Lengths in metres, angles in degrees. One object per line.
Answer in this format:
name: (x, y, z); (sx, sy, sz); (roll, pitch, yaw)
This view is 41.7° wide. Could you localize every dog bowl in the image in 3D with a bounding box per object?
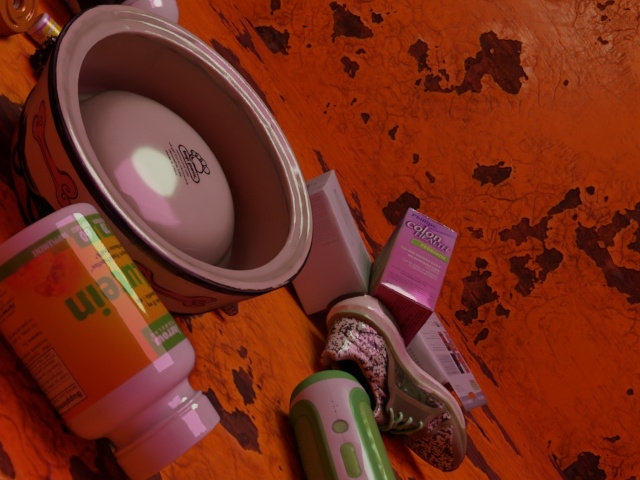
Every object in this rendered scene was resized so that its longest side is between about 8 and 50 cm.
dog bowl: (-0.200, -0.084, 1.057); (0.408, 0.150, 0.408); (36, 36, -31)

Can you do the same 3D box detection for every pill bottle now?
pill bottle: (-0.205, 0.099, 0.795); (0.246, 0.136, 0.136); (55, 13, -1)
pill bottle: (-0.410, -0.308, 1.297); (0.083, 0.043, 0.043); (46, 16, -33)

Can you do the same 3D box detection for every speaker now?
speaker: (0.039, 0.322, 1.148); (0.131, 0.131, 0.297); (45, 16, -38)

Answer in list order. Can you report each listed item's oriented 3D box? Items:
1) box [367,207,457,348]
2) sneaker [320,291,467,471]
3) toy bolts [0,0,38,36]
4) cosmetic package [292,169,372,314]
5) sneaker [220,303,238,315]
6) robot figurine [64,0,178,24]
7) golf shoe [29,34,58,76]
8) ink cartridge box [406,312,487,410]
box: (0.156, 0.099, 1.687); (0.117, 0.214, 0.243); (27, 43, -2)
sneaker: (0.119, 0.303, 1.563); (0.410, 0.158, 0.182); (53, 41, -13)
toy bolts: (-0.498, -0.416, 1.172); (0.228, 0.158, 0.218); (49, 51, -68)
cosmetic package: (0.000, 0.000, 1.703); (0.224, 0.138, 0.225); (-67, 133, -75)
sneaker: (-0.147, 0.055, 1.332); (0.188, 0.066, 0.071); (-79, 149, -66)
robot figurine: (-0.379, -0.456, 1.512); (0.209, 0.173, 0.278); (-37, 92, -42)
golf shoe: (-0.347, -0.211, 1.208); (0.094, 0.077, 0.198); (37, 23, -54)
ink cartridge box: (0.242, 0.296, 1.933); (0.272, 0.130, 0.309); (59, 14, 18)
